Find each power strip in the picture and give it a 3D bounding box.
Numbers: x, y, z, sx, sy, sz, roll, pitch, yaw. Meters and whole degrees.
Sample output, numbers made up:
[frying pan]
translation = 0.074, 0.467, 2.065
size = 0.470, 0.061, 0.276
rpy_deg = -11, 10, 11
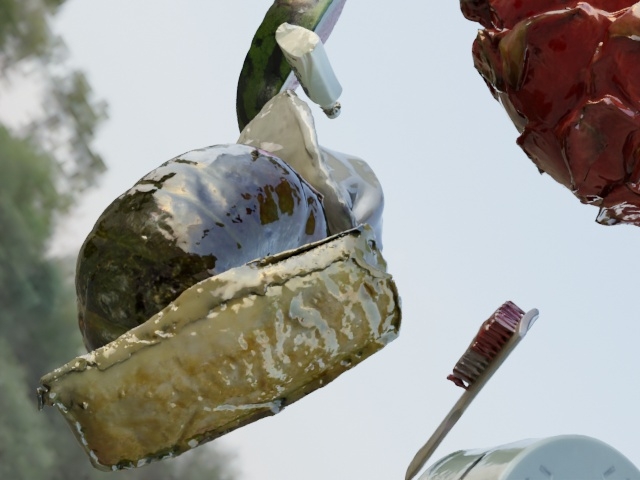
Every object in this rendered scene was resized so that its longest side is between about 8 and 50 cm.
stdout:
[power strip]
translation = 0.239, 0.389, 2.009
size = 0.161, 0.357, 0.357
rpy_deg = -18, -74, 49

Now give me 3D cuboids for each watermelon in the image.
[watermelon]
translation = -0.025, -0.213, 1.971
size = 0.063, 0.245, 0.119
rpy_deg = 27, -1, 21

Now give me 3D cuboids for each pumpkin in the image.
[pumpkin]
translation = -0.091, 0.048, 1.577
size = 0.189, 0.260, 0.260
rpy_deg = 20, -35, 45

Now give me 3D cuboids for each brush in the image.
[brush]
translation = 0.165, 0.182, 2.120
size = 0.050, 0.060, 0.321
rpy_deg = 34, -46, 4

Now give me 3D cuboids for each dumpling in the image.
[dumpling]
translation = 0.004, -0.004, 1.747
size = 0.243, 0.175, 0.227
rpy_deg = 48, -14, -29

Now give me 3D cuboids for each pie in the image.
[pie]
translation = -0.071, 0.087, 1.335
size = 0.068, 0.282, 0.128
rpy_deg = -116, -178, -51

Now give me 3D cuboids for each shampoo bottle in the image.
[shampoo bottle]
translation = -0.004, -0.162, 1.768
size = 0.049, 0.034, 0.141
rpy_deg = 22, -19, 27

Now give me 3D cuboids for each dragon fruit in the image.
[dragon fruit]
translation = 0.288, -0.156, 1.567
size = 0.342, 0.277, 0.277
rpy_deg = 59, -9, 24
